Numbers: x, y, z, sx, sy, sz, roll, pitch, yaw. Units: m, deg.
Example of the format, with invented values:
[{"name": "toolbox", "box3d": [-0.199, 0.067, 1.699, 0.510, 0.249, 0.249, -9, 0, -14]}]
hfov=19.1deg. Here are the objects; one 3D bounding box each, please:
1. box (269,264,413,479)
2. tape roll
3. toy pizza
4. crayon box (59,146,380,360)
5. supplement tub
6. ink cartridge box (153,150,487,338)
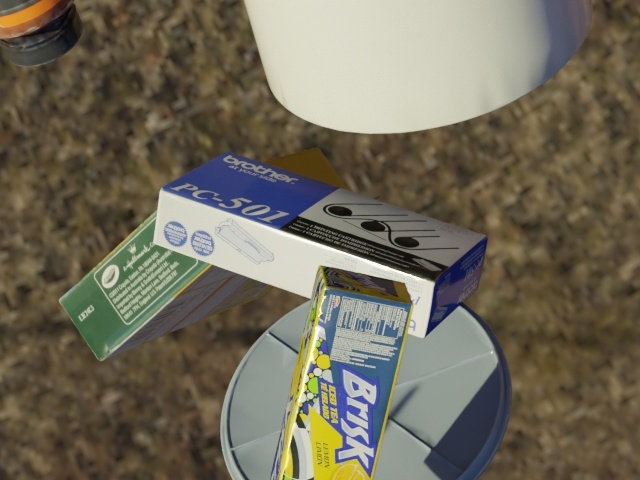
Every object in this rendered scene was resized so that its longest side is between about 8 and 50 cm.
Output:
[{"name": "box", "box3d": [0.007, 0.104, 1.091, 0.054, 0.059, 0.169, 12, 101, -5]}, {"name": "tape roll", "box3d": [0.059, -0.212, 1.336, 0.246, 0.246, 0.169, -22, 127, -8]}, {"name": "toy pizza", "box3d": [0.031, 0.115, 1.284, 0.201, 0.201, 0.032, -26, 140, -2]}, {"name": "crayon box", "box3d": [-0.099, 0.005, 1.981, 0.203, 0.083, 0.323, -40, 169, 29]}, {"name": "supplement tub", "box3d": [-0.259, -0.235, 1.528, 0.106, 0.106, 0.198, -25, 130, -4]}, {"name": "ink cartridge box", "box3d": [0.000, 0.000, 1.305, 0.097, 0.207, 0.046, -35, 139, -57]}]
